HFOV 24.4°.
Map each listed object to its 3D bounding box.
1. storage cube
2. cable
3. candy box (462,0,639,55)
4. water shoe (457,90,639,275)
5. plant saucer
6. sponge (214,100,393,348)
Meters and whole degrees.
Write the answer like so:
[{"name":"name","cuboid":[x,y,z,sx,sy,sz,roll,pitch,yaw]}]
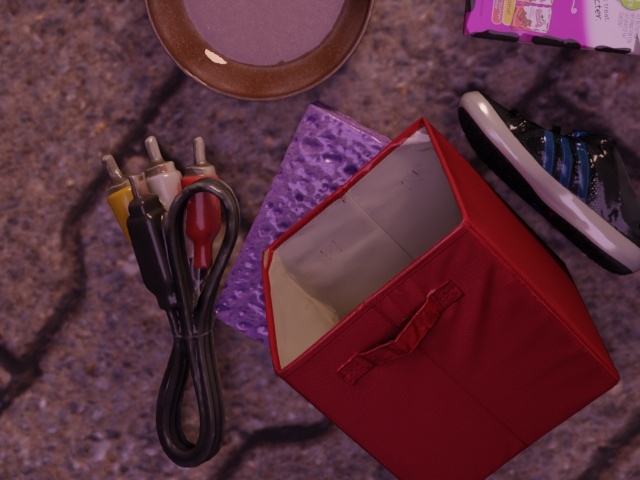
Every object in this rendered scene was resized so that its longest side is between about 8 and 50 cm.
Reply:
[{"name":"storage cube","cuboid":[0.087,0.059,1.152,0.183,0.215,0.193,-40,116,14]},{"name":"cable","cuboid":[-0.105,0.050,1.276,0.139,0.072,0.287,-8,102,29]},{"name":"candy box","cuboid":[0.238,-0.227,1.160,0.233,0.071,0.159,8,102,10]},{"name":"water shoe","cuboid":[0.200,-0.062,1.210,0.203,0.073,0.080,44,83,-4]},{"name":"plant saucer","cuboid":[-0.049,-0.216,1.235,0.198,0.036,0.199,2,100,11]},{"name":"sponge","cuboid":[0.000,0.000,1.269,0.117,0.031,0.210,28,105,6]}]
